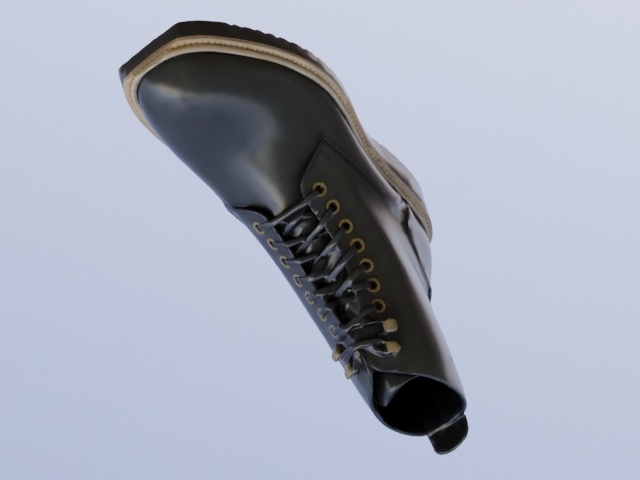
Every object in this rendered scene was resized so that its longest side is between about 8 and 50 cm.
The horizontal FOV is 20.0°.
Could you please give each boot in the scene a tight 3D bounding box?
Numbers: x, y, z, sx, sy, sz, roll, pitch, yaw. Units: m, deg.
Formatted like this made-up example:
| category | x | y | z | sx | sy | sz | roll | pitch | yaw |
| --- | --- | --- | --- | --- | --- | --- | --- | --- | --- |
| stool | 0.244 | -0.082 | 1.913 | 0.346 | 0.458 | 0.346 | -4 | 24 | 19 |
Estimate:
| category | x | y | z | sx | sy | sz | roll | pitch | yaw |
| --- | --- | --- | --- | --- | --- | --- | --- | --- | --- |
| boot | 0.000 | 0.000 | 0.786 | 0.198 | 0.077 | 0.137 | 32 | -147 | -42 |
